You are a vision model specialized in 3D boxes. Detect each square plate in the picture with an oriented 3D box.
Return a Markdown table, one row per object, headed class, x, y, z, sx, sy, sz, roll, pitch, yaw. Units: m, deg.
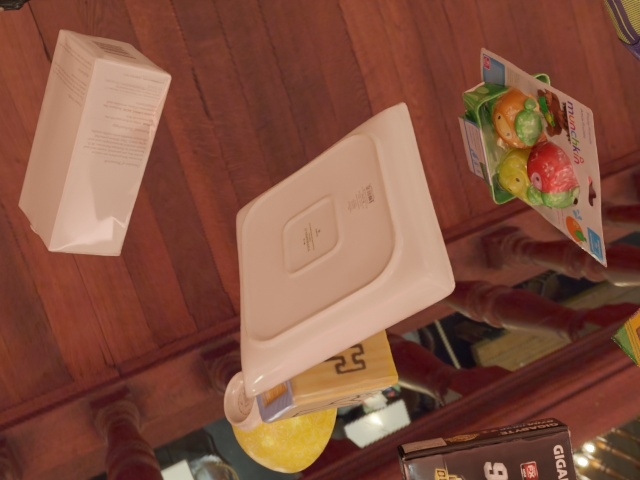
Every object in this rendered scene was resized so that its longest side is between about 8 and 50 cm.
| class | x | y | z | sx | sy | sz | roll | pitch | yaw |
| --- | --- | --- | --- | --- | --- | --- | --- | --- | --- |
| square plate | 0.000 | 0.000 | 1.019 | 0.344 | 0.347 | 0.049 | -32 | 135 | 27 |

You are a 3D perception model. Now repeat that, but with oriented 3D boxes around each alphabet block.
| class | x | y | z | sx | sy | sz | roll | pitch | yaw |
| --- | --- | --- | --- | --- | --- | --- | --- | --- | --- |
| alphabet block | -0.008 | 0.197 | 1.284 | 0.197 | 0.192 | 0.193 | -6 | 71 | -25 |

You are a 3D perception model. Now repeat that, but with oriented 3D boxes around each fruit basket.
| class | x | y | z | sx | sy | sz | roll | pitch | yaw |
| --- | --- | --- | --- | --- | --- | --- | --- | --- | --- |
| fruit basket | 0.391 | -0.153 | 1.332 | 0.165 | 0.353 | 0.327 | -22 | 126 | -1 |

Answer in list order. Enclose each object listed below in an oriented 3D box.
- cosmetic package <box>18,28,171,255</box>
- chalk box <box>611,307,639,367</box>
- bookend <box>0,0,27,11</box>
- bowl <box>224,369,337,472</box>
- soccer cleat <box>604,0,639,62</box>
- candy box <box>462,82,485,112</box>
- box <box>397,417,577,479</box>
| class | x | y | z | sx | sy | sz | roll | pitch | yaw |
| --- | --- | --- | --- | --- | --- | --- | --- | --- | --- |
| cosmetic package | -0.447 | -0.185 | 1.415 | 0.156 | 0.217 | 0.385 | 3 | 116 | -40 |
| chalk box | 0.542 | 0.164 | 0.996 | 0.132 | 0.213 | 0.132 | 3 | 132 | -42 |
| bookend | -0.181 | -0.197 | 0.490 | 0.156 | 0.157 | 0.072 | -26 | 105 | -49 |
| bowl | -0.115 | 0.353 | 1.590 | 0.156 | 0.289 | 0.289 | 20 | 87 | -38 |
| soccer cleat | 0.362 | -0.257 | 0.628 | 0.289 | 0.093 | 0.121 | -40 | 90 | -16 |
| candy box | 0.431 | -0.264 | 1.716 | 0.070 | 0.196 | 0.164 | -30 | 128 | -15 |
| box | 0.184 | 0.309 | 0.756 | 0.175 | 0.051 | 0.220 | -9 | 90 | -1 |
